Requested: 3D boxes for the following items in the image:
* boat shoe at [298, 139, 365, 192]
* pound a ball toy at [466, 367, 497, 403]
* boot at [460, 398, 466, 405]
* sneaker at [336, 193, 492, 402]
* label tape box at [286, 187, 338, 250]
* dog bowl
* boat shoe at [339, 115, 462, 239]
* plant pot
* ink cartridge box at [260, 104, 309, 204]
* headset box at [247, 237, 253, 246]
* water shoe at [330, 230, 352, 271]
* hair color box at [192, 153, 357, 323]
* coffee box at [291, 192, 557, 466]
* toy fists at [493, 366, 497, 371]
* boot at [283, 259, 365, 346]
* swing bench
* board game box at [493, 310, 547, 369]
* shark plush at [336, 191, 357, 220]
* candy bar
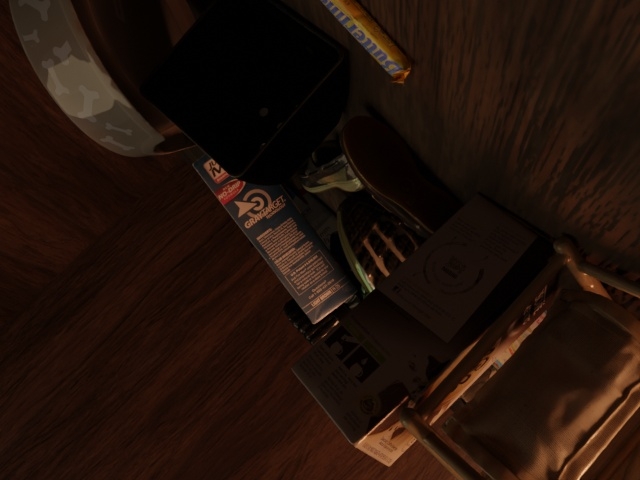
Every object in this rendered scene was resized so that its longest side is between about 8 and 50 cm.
[{"bbox_3d":[0.018,-0.122,0.875,0.073,0.080,0.223,54,164,-20],"label":"boat shoe"},{"bbox_3d":[0.331,0.285,1.142,0.208,0.136,0.319,43,171,12],"label":"pound a ball toy"},{"bbox_3d":[0.376,0.361,1.439,0.246,0.094,0.207,47,178,35],"label":"boot"},{"bbox_3d":[0.120,0.111,0.945,0.182,0.158,0.410,-13,117,48],"label":"sneaker"},{"bbox_3d":[0.000,0.000,1.440,0.348,0.115,0.249,41,171,13],"label":"label tape box"},{"bbox_3d":[-0.274,-0.277,0.784,0.349,0.102,0.348,-18,-90,-74],"label":"dog bowl"},{"bbox_3d":[0.098,-0.071,0.722,0.207,0.073,0.073,46,170,-10],"label":"boat shoe"},{"bbox_3d":[-0.076,-0.179,0.725,0.187,0.188,0.167,42,-178,19],"label":"plant pot"},{"bbox_3d":[-0.066,-0.173,1.010,0.134,0.078,0.231,42,172,25],"label":"ink cartridge box"},{"bbox_3d":[-0.182,-0.102,1.588,0.293,0.110,0.218,153,95,-81],"label":"headset box"},{"bbox_3d":[0.072,0.010,1.070,0.203,0.080,0.072,-138,46,-77],"label":"water shoe"},{"bbox_3d":[-0.083,-0.027,1.032,0.347,0.105,0.174,53,177,-10],"label":"hair color box"},{"bbox_3d":[0.133,0.110,0.665,0.119,0.297,0.168,44,173,33],"label":"coffee box"},{"bbox_3d":[0.342,0.214,0.874,0.279,0.096,0.142,48,171,-12],"label":"toy fists"},{"bbox_3d":[0.093,0.139,1.138,0.131,0.260,0.348,49,171,-30],"label":"boot"},{"bbox_3d":[0.260,0.184,0.562,0.165,0.253,0.254,35,167,52],"label":"swing bench"},{"bbox_3d":[0.292,0.152,0.774,0.154,0.103,0.026,46,172,-4],"label":"board game box"},{"bbox_3d":[0.085,-0.036,1.057,0.067,0.073,0.161,5,147,26],"label":"shark plush"},{"bbox_3d":[0.031,-0.214,0.537,0.161,0.018,0.040,46,172,-6],"label":"candy bar"}]
